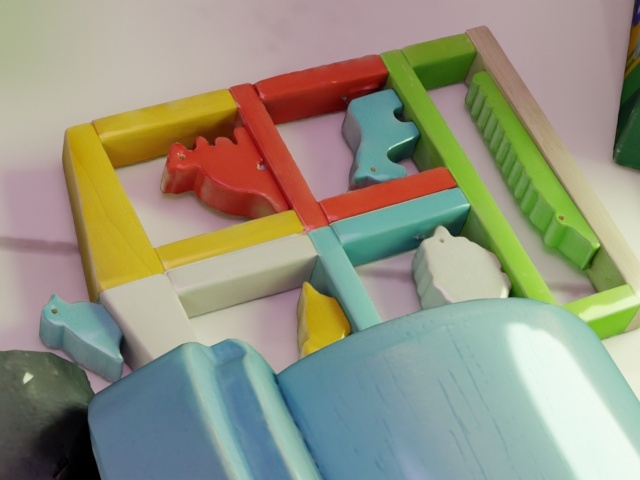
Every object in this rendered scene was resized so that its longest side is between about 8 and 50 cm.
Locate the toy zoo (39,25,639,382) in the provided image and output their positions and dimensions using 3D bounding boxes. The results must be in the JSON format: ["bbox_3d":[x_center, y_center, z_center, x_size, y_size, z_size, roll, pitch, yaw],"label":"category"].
[{"bbox_3d":[0.000,0.000,0.850,0.293,0.030,0.192,-15,60,-23],"label":"toy zoo"}]

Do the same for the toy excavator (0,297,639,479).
[{"bbox_3d":[0.105,0.130,0.641,0.445,0.433,0.222,-28,62,3],"label":"toy excavator"}]

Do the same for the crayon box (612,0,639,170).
[{"bbox_3d":[0.242,-0.201,0.867,0.083,0.323,0.203,16,53,-1],"label":"crayon box"}]
